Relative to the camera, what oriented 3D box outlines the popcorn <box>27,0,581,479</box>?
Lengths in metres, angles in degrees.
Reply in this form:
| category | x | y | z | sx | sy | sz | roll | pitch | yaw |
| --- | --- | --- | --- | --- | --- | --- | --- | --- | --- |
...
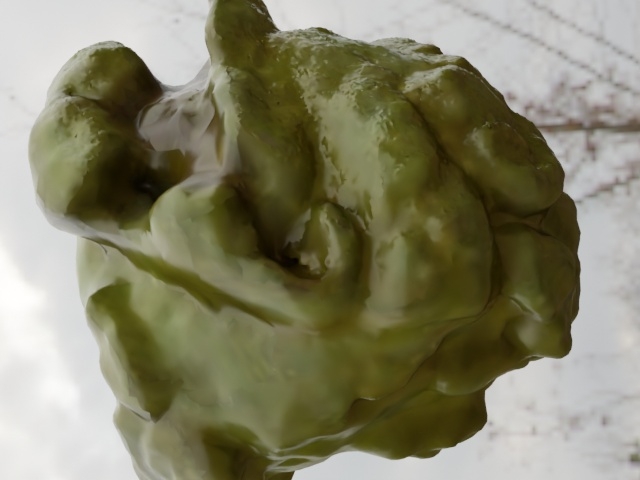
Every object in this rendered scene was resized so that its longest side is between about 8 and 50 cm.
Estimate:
| category | x | y | z | sx | sy | sz | roll | pitch | yaw |
| --- | --- | --- | --- | --- | --- | --- | --- | --- | --- |
| popcorn | 0.000 | 0.000 | 0.846 | 0.235 | 0.250 | 0.242 | -95 | -12 | -50 |
